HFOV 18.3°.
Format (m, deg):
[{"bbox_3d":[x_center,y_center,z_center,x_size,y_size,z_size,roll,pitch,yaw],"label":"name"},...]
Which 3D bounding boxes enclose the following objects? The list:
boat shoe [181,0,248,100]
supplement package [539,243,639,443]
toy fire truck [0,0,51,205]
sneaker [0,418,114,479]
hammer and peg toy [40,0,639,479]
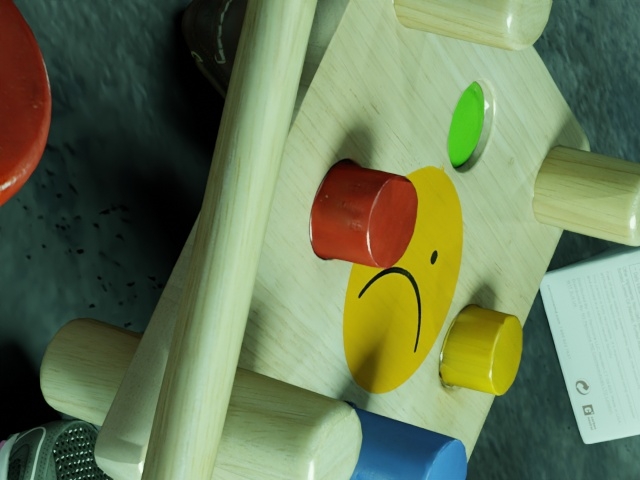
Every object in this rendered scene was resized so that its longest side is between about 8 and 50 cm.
[{"bbox_3d":[0.019,-0.058,0.964,0.207,0.073,0.073,43,66,-34],"label":"boat shoe"},{"bbox_3d":[0.233,0.040,1.121,0.105,0.179,0.105,-16,90,-54],"label":"supplement package"},{"bbox_3d":[-0.205,-0.108,0.626,0.254,0.169,0.302,38,44,-18],"label":"toy fire truck"},{"bbox_3d":[-0.067,0.151,0.771,0.072,0.077,0.178,-23,95,-55],"label":"sneaker"},{"bbox_3d":[0.000,0.000,0.761,0.266,0.127,0.361,-66,150,-13],"label":"hammer and peg toy"}]
